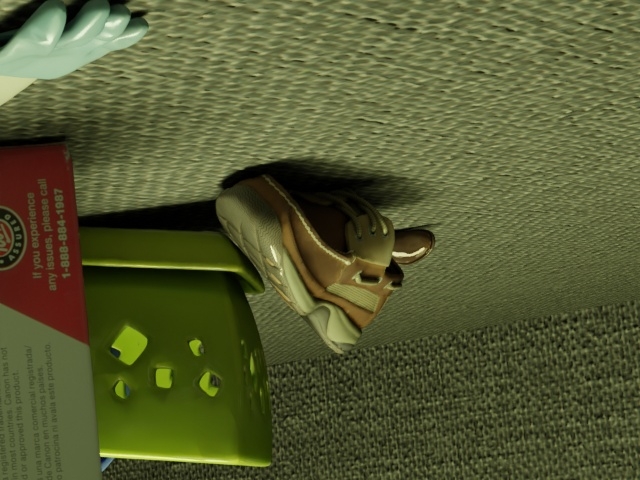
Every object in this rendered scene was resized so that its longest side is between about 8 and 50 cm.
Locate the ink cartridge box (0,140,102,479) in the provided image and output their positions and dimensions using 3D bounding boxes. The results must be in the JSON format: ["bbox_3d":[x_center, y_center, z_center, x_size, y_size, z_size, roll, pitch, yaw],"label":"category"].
[{"bbox_3d":[-0.357,0.093,1.154,0.384,0.279,0.160,-4,173,-13],"label":"ink cartridge box"}]

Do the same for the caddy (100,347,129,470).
[{"bbox_3d":[-0.360,0.156,1.706,0.341,0.241,0.179,-4,169,-20],"label":"caddy"}]

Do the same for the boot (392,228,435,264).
[{"bbox_3d":[0.050,0.005,1.763,0.106,0.037,0.114,-16,164,36],"label":"boot"}]

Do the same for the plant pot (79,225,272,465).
[{"bbox_3d":[-0.160,0.100,1.540,0.228,0.207,0.227,2,173,5],"label":"plant pot"}]

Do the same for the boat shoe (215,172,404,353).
[{"bbox_3d":[0.000,0.000,1.475,0.116,0.123,0.324,-40,161,-1],"label":"boat shoe"}]

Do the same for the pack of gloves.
[{"bbox_3d":[-0.215,-0.081,0.884,0.195,0.046,0.232,1,169,-38],"label":"pack of gloves"}]
